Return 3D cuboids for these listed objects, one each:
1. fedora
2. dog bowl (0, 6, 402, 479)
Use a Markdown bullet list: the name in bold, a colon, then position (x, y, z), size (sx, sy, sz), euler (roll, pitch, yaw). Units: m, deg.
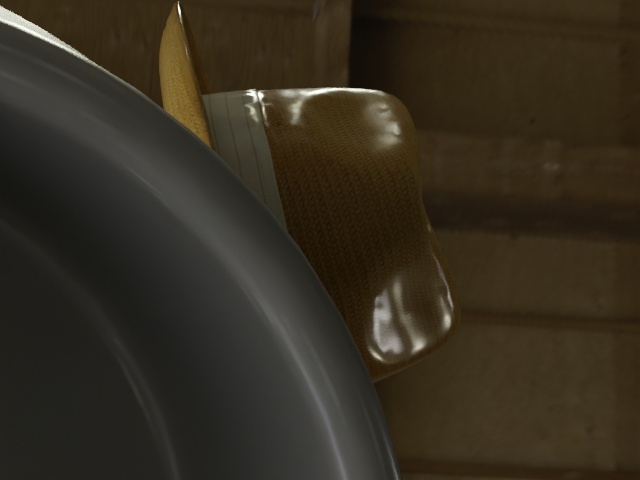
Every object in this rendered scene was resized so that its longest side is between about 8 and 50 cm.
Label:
- **fedora**: position (0.000, 0.000, 0.616), size (0.079, 0.194, 0.194), euler (-14, -99, 0)
- **dog bowl**: position (-0.133, 0.094, 0.424), size (0.349, 0.102, 0.348), euler (-1, -88, -23)
